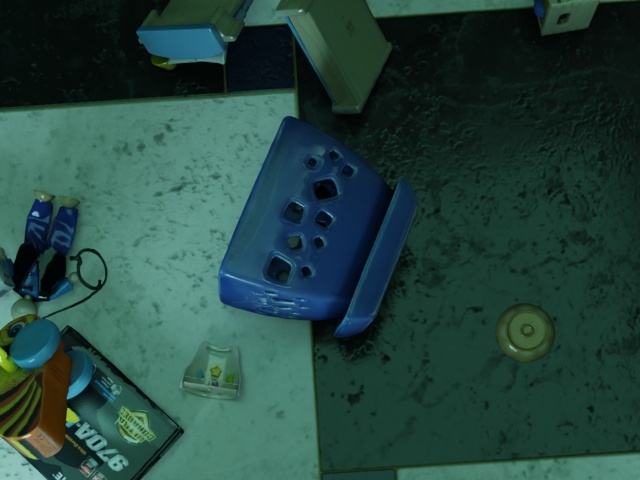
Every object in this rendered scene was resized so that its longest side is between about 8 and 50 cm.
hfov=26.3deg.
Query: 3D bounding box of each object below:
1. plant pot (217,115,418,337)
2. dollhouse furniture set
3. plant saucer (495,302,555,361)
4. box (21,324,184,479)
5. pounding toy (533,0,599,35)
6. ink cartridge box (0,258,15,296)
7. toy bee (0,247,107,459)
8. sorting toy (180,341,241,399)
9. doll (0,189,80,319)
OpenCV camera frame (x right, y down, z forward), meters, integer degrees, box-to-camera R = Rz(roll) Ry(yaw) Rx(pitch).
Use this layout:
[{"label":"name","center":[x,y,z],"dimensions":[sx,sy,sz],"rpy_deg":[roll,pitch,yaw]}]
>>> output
[{"label":"plant pot","center":[0.000,0.000,1.841],"dimensions":[0.212,0.236,0.236],"rpy_deg":[23,78,1]},{"label":"dollhouse furniture set","center":[-0.067,-0.334,1.999],"dimensions":[0.303,0.198,0.286],"rpy_deg":[3,51,33]},{"label":"plant saucer","center":[0.287,0.127,1.911],"dimensions":[0.083,0.015,0.083],"rpy_deg":[0,77,1]},{"label":"box","center":[-0.325,0.252,1.880],"dimensions":[0.220,0.051,0.175],"rpy_deg":[42,81,10]},{"label":"pounding toy","center":[0.332,-0.381,1.958],"dimensions":[0.100,0.141,0.130],"rpy_deg":[-10,77,0]},{"label":"ink cartridge box","center":[-0.531,0.030,1.922],"dimensions":[0.145,0.045,0.179],"rpy_deg":[-34,78,6]},{"label":"toy bee","center":[-0.380,0.167,1.812],"dimensions":[0.162,0.298,0.195],"rpy_deg":[-17,112,25]},{"label":"sorting toy","center":[-0.145,0.179,1.900],"dimensions":[0.083,0.045,0.075],"rpy_deg":[9,71,4]},{"label":"doll","center":[-0.400,0.026,1.935],"dimensions":[0.129,0.046,0.189],"rpy_deg":[13,84,3]}]
